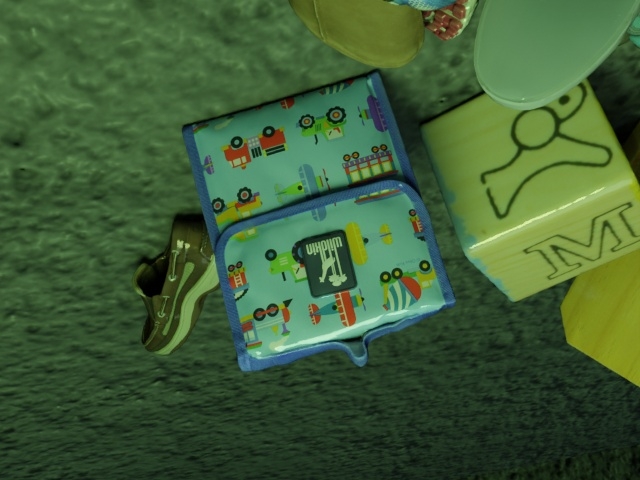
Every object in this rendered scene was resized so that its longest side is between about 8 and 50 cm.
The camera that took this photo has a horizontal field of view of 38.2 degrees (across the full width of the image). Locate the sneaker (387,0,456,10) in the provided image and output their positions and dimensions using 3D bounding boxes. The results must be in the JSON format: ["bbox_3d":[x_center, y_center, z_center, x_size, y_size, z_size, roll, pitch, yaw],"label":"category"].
[{"bbox_3d":[0.165,-0.228,0.582,0.330,0.147,0.129,-36,144,-31],"label":"sneaker"}]

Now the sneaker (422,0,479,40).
[{"bbox_3d":[0.121,-0.277,0.741,0.112,0.121,0.299,-37,164,-19],"label":"sneaker"}]

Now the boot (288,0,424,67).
[{"bbox_3d":[-0.025,-0.243,0.716,0.089,0.236,0.269,-54,171,-4],"label":"boot"}]

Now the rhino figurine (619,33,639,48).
[{"bbox_3d":[0.327,-0.243,0.935,0.243,0.073,0.106,-24,153,11],"label":"rhino figurine"}]

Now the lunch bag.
[{"bbox_3d":[0.000,0.000,0.966,0.221,0.293,0.138,-16,151,0],"label":"lunch bag"}]

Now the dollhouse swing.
[{"bbox_3d":[0.529,0.041,1.125,0.315,0.347,0.304,6,106,-33],"label":"dollhouse swing"}]

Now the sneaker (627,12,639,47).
[{"bbox_3d":[0.347,-0.296,0.819,0.262,0.125,0.104,-54,171,15],"label":"sneaker"}]

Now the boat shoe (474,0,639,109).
[{"bbox_3d":[0.230,-0.234,0.764,0.306,0.113,0.105,-63,160,-4],"label":"boat shoe"}]

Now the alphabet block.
[{"bbox_3d":[0.259,-0.069,1.083,0.197,0.192,0.193,-25,151,19],"label":"alphabet block"}]

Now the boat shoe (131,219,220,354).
[{"bbox_3d":[-0.197,0.056,1.191,0.095,0.095,0.257,15,134,-22],"label":"boat shoe"}]
